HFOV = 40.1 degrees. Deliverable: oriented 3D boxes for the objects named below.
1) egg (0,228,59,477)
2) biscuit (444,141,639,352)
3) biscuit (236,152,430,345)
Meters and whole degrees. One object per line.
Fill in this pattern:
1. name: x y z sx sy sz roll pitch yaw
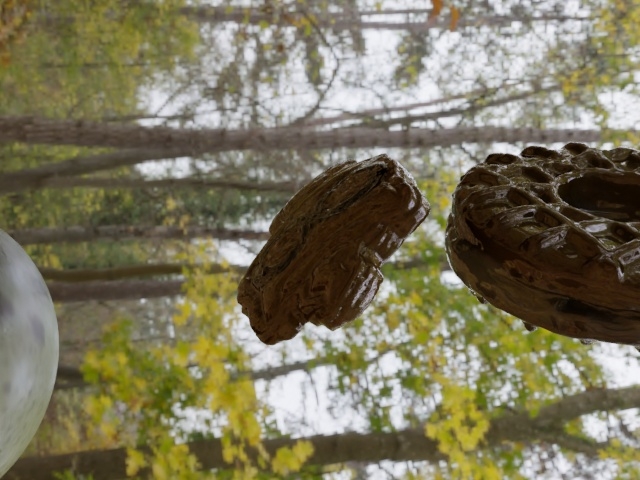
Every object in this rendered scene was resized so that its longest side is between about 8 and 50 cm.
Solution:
1. egg: -0.455 0.119 0.941 0.428 0.345 0.345 -76 165 -70
2. biscuit: 0.283 -0.005 0.866 0.332 0.332 0.103 -122 -151 -57
3. biscuit: 0.000 0.000 0.820 0.041 0.208 0.290 46 9 -20
